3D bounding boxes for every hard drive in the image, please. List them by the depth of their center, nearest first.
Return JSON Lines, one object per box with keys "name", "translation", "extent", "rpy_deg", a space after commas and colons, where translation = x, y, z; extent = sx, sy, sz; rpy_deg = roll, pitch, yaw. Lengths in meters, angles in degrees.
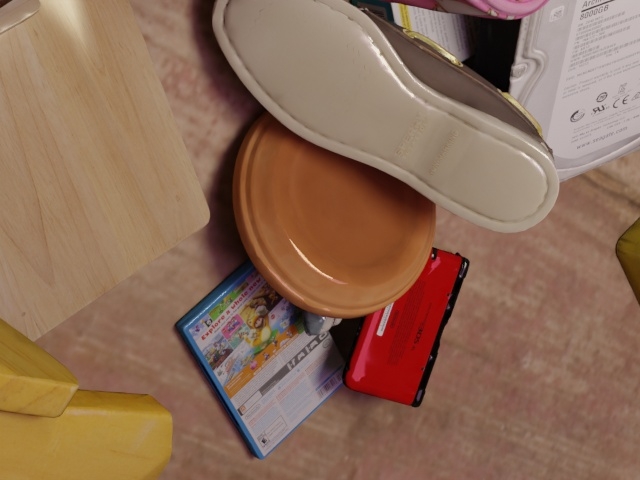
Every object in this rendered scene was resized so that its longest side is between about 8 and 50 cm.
{"name": "hard drive", "translation": [0.248, -0.190, 1.674], "extent": [0.237, 0.064, 0.339], "rpy_deg": [-22, 144, -21]}

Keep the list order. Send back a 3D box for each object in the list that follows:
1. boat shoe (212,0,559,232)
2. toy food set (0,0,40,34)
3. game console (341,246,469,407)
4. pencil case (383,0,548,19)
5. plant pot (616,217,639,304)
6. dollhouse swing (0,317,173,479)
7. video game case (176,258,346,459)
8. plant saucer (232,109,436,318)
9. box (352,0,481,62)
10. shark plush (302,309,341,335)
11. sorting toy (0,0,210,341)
{"name": "boat shoe", "translation": [0.056, -0.125, 1.584], "extent": [0.324, 0.096, 0.116], "rpy_deg": [31, 114, -9]}
{"name": "toy food set", "translation": [-0.285, -0.210, 1.304], "extent": [0.132, 0.038, 0.192], "rpy_deg": [-38, 89, -25]}
{"name": "game console", "translation": [0.075, 0.071, 1.739], "extent": [0.124, 0.085, 0.144], "rpy_deg": [17, 93, -29]}
{"name": "pencil case", "translation": [-0.003, -0.256, 1.362], "extent": [0.160, 0.386, 0.167], "rpy_deg": [-30, 122, -40]}
{"name": "plant pot", "translation": [0.468, 0.035, 1.960], "extent": [0.212, 0.187, 0.212], "rpy_deg": [-44, 127, -20]}
{"name": "dollhouse swing", "translation": [-0.333, 0.169, 1.361], "extent": [0.347, 0.315, 0.305], "rpy_deg": [-57, 169, 10]}
{"name": "video game case", "translation": [-0.047, 0.097, 1.679], "extent": [0.119, 0.015, 0.166], "rpy_deg": [-42, 126, -20]}
{"name": "plant saucer", "translation": [0.020, -0.034, 1.622], "extent": [0.200, 0.037, 0.200], "rpy_deg": [7, 77, -30]}
{"name": "box", "translation": [0.142, -0.231, 1.694], "extent": [0.244, 0.060, 0.100], "rpy_deg": [-29, 121, -29]}
{"name": "shark plush", "translation": [0.000, 0.000, 1.652], "extent": [0.067, 0.073, 0.161], "rpy_deg": [-21, 117, -22]}
{"name": "sorting toy", "translation": [-0.242, -0.065, 1.420], "extent": [0.255, 0.089, 0.257], "rpy_deg": [-35, 123, -25]}
